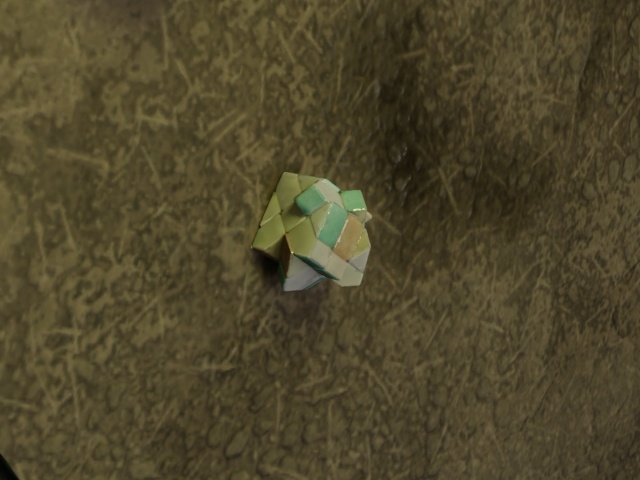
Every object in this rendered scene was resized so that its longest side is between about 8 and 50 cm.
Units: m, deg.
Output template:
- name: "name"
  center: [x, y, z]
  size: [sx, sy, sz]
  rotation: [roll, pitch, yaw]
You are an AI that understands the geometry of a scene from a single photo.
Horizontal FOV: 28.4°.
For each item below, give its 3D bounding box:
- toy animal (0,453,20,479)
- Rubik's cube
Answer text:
- name: "toy animal"
  center: [-0.266, 0.201, 0.559]
  size: [0.310, 0.251, 0.251]
  rotation: [-38, 126, -22]
- name: "Rubik's cube"
  center: [0.002, -0.001, 0.898]
  size: [0.075, 0.073, 0.084]
  rotation: [11, 90, -47]
